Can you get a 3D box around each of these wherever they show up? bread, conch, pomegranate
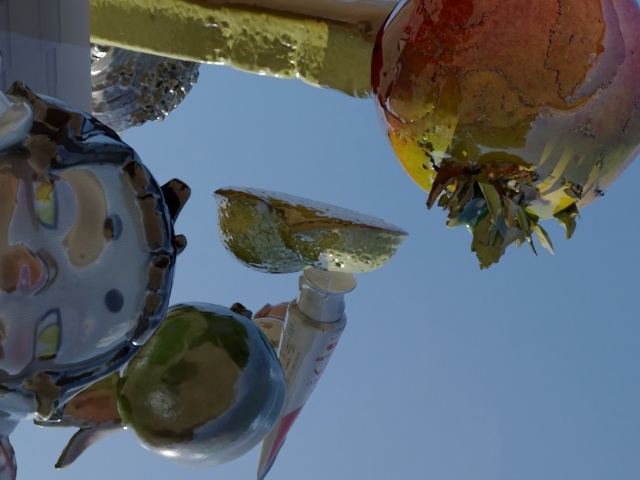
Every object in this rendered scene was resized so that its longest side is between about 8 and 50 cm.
[{"bbox_3d":[-0.049,-0.190,1.252,0.361,0.077,0.138,15,-152,32],"label":"bread"},{"bbox_3d":[-0.202,-0.207,1.500,0.163,0.245,0.178,-4,-102,-2],"label":"conch"},{"bbox_3d":[0.135,-0.103,1.039,0.210,0.210,0.235,-7,-119,42],"label":"pomegranate"},{"bbox_3d":[0.000,0.000,1.143,0.149,0.187,0.065,10,-90,21],"label":"bread"},{"bbox_3d":[-0.125,0.118,1.162,0.191,0.152,0.131,-12,-105,9],"label":"pomegranate"}]

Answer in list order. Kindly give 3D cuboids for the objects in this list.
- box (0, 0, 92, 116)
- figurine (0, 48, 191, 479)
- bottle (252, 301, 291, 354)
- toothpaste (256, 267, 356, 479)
[{"bbox_3d":[-0.259,-0.166,1.066,0.106,0.252,0.203,11,-156,21],"label":"box"},{"bbox_3d":[-0.228,0.015,0.798,0.167,0.370,0.281,10,-76,46],"label":"figurine"},{"bbox_3d":[-0.076,0.164,1.925,0.110,0.110,0.233,-18,-160,33],"label":"bottle"},{"bbox_3d":[-0.022,0.127,1.409,0.089,0.057,0.234,-54,166,-58],"label":"toothpaste"}]
